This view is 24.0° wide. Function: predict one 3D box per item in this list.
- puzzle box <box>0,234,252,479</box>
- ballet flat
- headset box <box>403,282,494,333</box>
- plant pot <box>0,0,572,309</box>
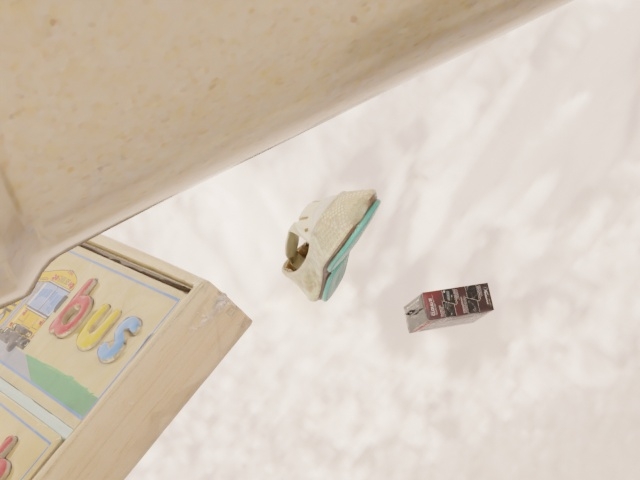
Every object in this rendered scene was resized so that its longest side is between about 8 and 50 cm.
[{"bbox_3d":[-0.242,0.106,1.146,0.272,0.409,0.052,-51,120,-14],"label":"puzzle box"},{"bbox_3d":[0.000,0.000,1.121,0.057,0.052,0.168,-53,174,-27],"label":"ballet flat"},{"bbox_3d":[0.129,0.071,1.565,0.083,0.032,0.062,-7,165,-17],"label":"headset box"},{"bbox_3d":[-0.055,-0.152,0.501,0.305,0.334,0.334,-19,149,-7],"label":"plant pot"}]
